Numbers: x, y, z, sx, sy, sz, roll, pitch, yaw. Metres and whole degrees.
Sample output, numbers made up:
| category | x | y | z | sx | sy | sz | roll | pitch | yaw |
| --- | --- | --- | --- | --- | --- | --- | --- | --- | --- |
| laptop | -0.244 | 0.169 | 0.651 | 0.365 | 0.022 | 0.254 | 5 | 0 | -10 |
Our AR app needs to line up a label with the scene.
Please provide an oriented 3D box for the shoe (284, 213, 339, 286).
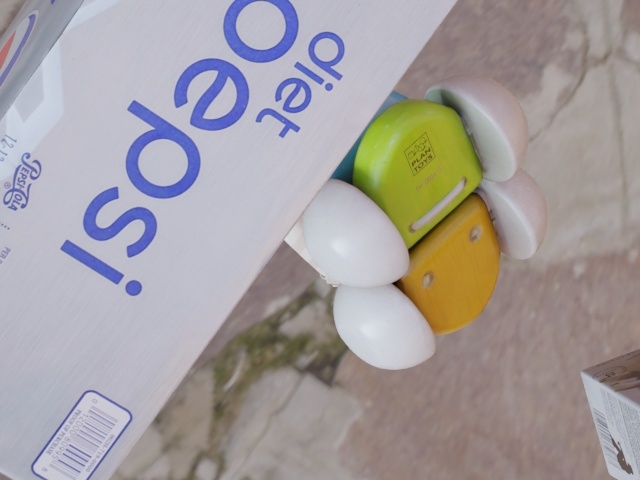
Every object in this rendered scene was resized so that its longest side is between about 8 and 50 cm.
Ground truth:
| category | x | y | z | sx | sy | sz | roll | pitch | yaw |
| --- | --- | --- | --- | --- | --- | --- | --- | --- | --- |
| shoe | 0.000 | 0.000 | 1.966 | 0.058 | 0.076 | 0.219 | -42 | 118 | 8 |

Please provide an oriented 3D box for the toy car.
| category | x | y | z | sx | sy | sz | roll | pitch | yaw |
| --- | --- | --- | --- | --- | --- | --- | --- | --- | --- |
| toy car | 0.048 | -0.024 | 1.203 | 0.136 | 0.159 | 0.182 | 32 | 155 | 38 |

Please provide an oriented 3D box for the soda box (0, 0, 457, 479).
| category | x | y | z | sx | sy | sz | roll | pitch | yaw |
| --- | --- | --- | --- | --- | --- | --- | --- | --- | --- |
| soda box | -0.031 | -0.066 | 0.569 | 0.091 | 0.098 | 0.286 | 33 | 98 | -19 |

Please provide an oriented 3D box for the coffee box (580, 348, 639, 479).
| category | x | y | z | sx | sy | sz | roll | pitch | yaw |
| --- | --- | --- | --- | --- | --- | --- | --- | --- | --- |
| coffee box | 0.369 | 0.169 | 1.686 | 0.168 | 0.297 | 0.119 | -20 | 102 | -10 |
